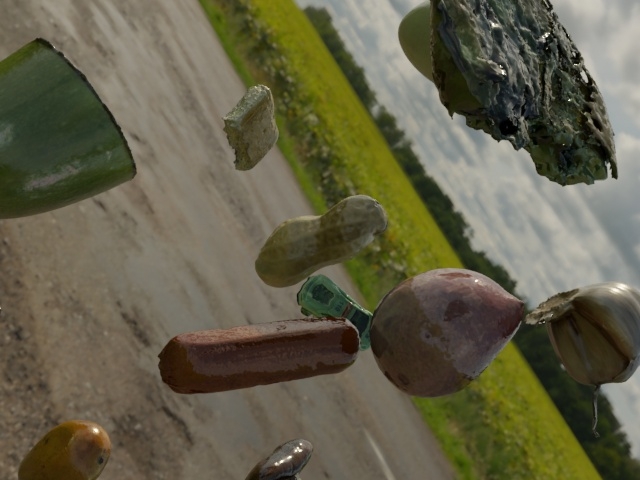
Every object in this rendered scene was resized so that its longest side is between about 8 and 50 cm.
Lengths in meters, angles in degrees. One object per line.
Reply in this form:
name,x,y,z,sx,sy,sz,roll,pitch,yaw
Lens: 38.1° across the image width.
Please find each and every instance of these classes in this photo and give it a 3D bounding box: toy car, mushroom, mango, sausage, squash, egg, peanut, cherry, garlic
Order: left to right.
squash,-0.532,-0.146,1.620,0.310,0.309,0.310,41,-21,20
mango,-0.409,0.352,1.473,0.115,0.165,0.089,53,0,42
sausage,-0.089,0.185,1.515,0.094,0.348,0.097,-168,-106,-66
mushroom,-0.034,0.519,1.864,0.217,0.148,0.227,37,34,15
peanut,0.000,0.000,1.884,0.130,0.290,0.130,-22,90,-86
toy car,0.041,0.140,1.817,0.186,0.093,0.058,40,-26,-9
cherry,0.200,0.137,1.534,0.206,0.239,0.239,41,3,15
egg,0.304,-0.423,1.973,0.295,0.218,0.218,21,-6,20
garlic,0.419,0.173,1.501,0.207,0.257,0.207,25,-19,9

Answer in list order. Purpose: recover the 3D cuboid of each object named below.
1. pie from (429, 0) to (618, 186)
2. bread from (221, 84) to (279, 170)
pie,0.221,-0.201,1.047,0.371,0.078,0.296,13,56,-50
bread,-0.074,-0.123,1.016,0.035,0.070,0.083,21,-30,25
